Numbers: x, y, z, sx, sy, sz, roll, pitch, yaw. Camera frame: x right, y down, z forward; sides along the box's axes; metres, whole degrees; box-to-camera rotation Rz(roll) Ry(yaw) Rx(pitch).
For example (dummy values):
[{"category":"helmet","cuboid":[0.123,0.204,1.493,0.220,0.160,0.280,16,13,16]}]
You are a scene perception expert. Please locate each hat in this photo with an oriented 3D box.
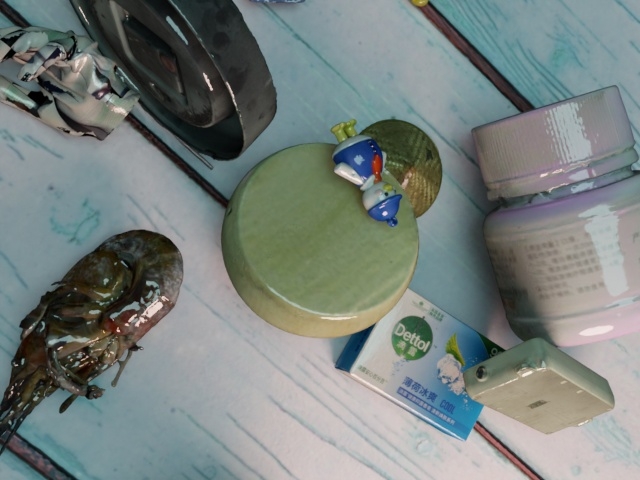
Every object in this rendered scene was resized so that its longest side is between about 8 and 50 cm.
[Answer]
[{"category":"hat","cuboid":[0.111,-0.095,1.330,0.146,0.067,0.146,0,90,-17]}]

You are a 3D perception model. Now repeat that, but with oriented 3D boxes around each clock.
[{"category":"clock","cuboid":[-0.174,-0.227,1.119,0.061,0.312,0.312,-43,101,-19]}]

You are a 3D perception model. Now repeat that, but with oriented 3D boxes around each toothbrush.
[{"category":"toothbrush","cuboid":[-0.175,-0.124,1.272,0.097,0.008,0.006,41,92,-14]}]

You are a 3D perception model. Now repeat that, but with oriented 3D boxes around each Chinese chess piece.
[{"category":"Chinese chess piece","cuboid":[0.000,0.000,1.246,0.250,0.101,0.250,5,70,-12]}]

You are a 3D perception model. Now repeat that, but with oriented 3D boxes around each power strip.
[{"category":"power strip","cuboid":[0.293,0.197,1.307,0.270,0.118,0.046,30,40,-48]}]

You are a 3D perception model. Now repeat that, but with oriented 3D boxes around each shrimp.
[{"category":"shrimp","cuboid":[-0.289,0.131,1.179,0.145,0.116,0.343,38,81,11]}]

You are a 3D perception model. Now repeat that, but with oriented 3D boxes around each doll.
[{"category":"doll","cuboid":[0.057,-0.080,1.207,0.099,0.058,0.142,-18,79,-48]}]

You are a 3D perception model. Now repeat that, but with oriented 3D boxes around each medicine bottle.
[{"category":"medicine bottle","cuboid":[0.334,-0.033,1.308,0.241,0.241,0.301,-18,94,-17]}]

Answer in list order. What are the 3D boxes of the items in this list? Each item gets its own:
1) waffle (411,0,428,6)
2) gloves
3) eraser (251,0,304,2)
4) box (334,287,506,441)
[{"category":"waffle","cuboid":[0.141,-0.484,1.347,0.283,0.065,0.309,-40,102,-13]},{"category":"gloves","cuboid":[-0.328,-0.204,1.173,0.212,0.127,0.111,38,70,-17]},{"category":"eraser","cuboid":[-0.065,-0.420,1.296,0.082,0.036,0.225,-3,91,-16]},{"category":"box","cuboid":[0.139,0.162,1.333,0.194,0.073,0.139,32,81,-14]}]
